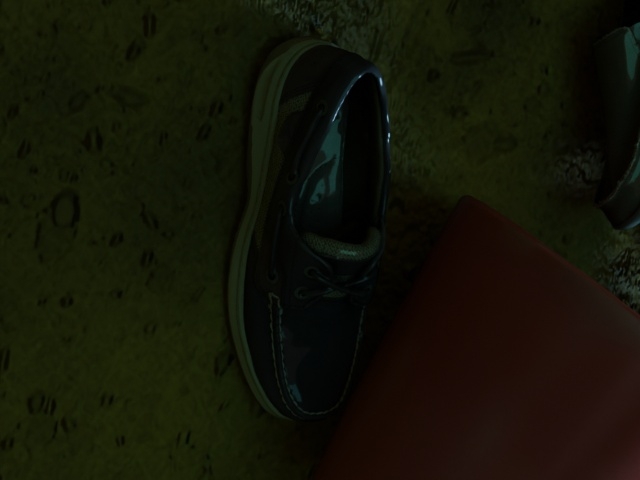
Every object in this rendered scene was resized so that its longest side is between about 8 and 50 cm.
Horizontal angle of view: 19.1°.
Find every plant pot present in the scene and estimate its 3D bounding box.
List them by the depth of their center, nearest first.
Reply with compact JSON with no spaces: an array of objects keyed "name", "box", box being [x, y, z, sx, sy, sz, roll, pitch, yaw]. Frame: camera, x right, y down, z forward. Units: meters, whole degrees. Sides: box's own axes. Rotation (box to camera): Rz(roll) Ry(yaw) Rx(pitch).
[{"name":"plant pot","box":[0.141,0.141,1.401,0.275,0.275,0.243,36,92,-34]}]

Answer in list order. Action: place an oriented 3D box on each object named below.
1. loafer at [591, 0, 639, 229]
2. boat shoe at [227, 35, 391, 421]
[{"name":"loafer","box":[0.249,-0.133,1.503,0.087,0.094,0.251,14,84,-10]},{"name":"boat shoe","box":[0.000,0.000,1.361,0.102,0.092,0.285,-3,103,-32]}]
